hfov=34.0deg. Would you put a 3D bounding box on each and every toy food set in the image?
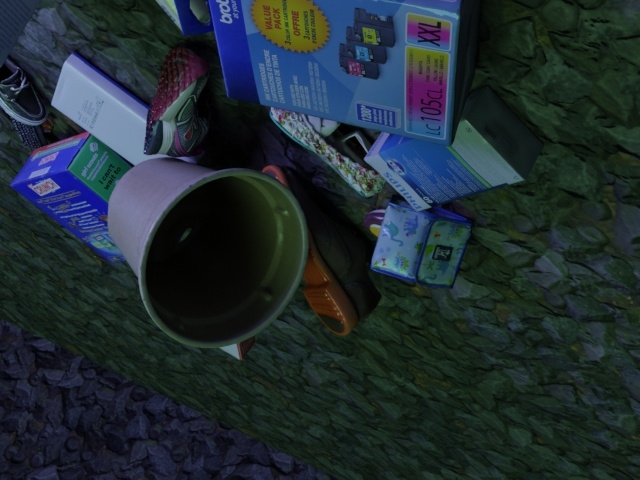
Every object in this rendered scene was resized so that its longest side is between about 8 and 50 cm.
[{"bbox_3d":[-0.628,-0.272,2.346,0.122,0.019,0.078,-3,137,51],"label":"toy food set"}]

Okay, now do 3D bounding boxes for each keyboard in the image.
[{"bbox_3d":[-0.675,-0.266,2.360,0.108,0.023,0.180,25,153,16],"label":"keyboard"}]

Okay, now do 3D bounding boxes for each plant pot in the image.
[{"bbox_3d":[-0.240,-0.013,1.953,0.305,0.334,0.334,32,163,52],"label":"plant pot"}]

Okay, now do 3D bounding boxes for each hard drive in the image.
[{"bbox_3d":[-0.393,-0.232,2.132,0.318,0.040,0.210,36,154,-7],"label":"hard drive"}]

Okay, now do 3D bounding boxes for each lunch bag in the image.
[{"bbox_3d":[0.175,0.005,1.807,0.151,0.129,0.096,17,-163,4],"label":"lunch bag"}]

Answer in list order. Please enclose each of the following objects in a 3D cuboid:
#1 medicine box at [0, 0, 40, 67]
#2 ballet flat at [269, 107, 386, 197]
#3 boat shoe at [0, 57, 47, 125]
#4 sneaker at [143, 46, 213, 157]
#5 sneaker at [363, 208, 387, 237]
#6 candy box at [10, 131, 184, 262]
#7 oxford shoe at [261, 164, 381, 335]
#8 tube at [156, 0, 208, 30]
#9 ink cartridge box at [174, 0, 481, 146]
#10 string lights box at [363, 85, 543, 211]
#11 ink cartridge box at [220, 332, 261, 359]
[{"bbox_3d":[-0.556,-0.461,1.611,0.263,0.289,0.149,27,173,12],"label":"medicine box"},{"bbox_3d":[0.026,-0.170,1.756,0.241,0.091,0.077,38,124,-20],"label":"ballet flat"},{"bbox_3d":[-0.656,-0.331,2.211,0.070,0.078,0.219,-3,135,52],"label":"boat shoe"},{"bbox_3d":[-0.242,-0.246,1.886,0.112,0.121,0.299,7,158,-16],"label":"sneaker"},{"bbox_3d":[0.151,0.009,1.899,0.185,0.084,0.069,23,153,18],"label":"sneaker"},{"bbox_3d":[-0.497,-0.089,2.373,0.268,0.122,0.317,-6,140,48],"label":"candy box"},{"bbox_3d":[0.000,0.000,2.029,0.130,0.132,0.364,4,124,57],"label":"oxford shoe"},{"bbox_3d":[-0.270,-0.437,1.632,0.070,0.062,0.240,-37,109,16],"label":"tube"},{"bbox_3d":[0.006,-0.295,1.388,0.395,0.151,0.270,15,150,14],"label":"ink cartridge box"},{"bbox_3d":[0.198,-0.134,1.608,0.133,0.077,0.259,43,152,-19],"label":"string lights box"},{"bbox_3d":[-0.149,0.109,2.232,0.100,0.237,0.172,28,154,16],"label":"ink cartridge box"}]
